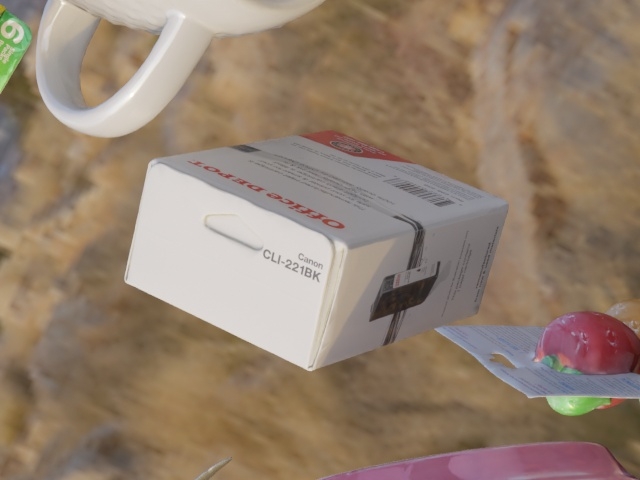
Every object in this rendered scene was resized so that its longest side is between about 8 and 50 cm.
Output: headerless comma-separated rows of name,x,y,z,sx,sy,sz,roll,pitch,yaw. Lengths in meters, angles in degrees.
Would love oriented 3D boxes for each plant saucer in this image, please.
plant saucer,0.094,0.212,1.447,0.332,0.332,0.084,143,121,-61

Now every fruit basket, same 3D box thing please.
fruit basket,0.334,0.143,2.102,0.327,0.353,0.165,-146,54,-72

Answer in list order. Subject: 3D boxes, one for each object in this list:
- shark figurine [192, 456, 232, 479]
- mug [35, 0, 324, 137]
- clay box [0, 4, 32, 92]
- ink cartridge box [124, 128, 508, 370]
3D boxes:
shark figurine,-0.091,0.336,1.711,0.166,0.116,0.278,-19,88,59
mug,-0.134,-0.265,1.684,0.328,0.276,0.374,28,93,51
clay box,-0.364,-0.179,1.622,0.127,0.222,0.053,-57,5,15
ink cartridge box,0.000,0.000,1.626,0.273,0.197,0.114,-13,-59,-56
